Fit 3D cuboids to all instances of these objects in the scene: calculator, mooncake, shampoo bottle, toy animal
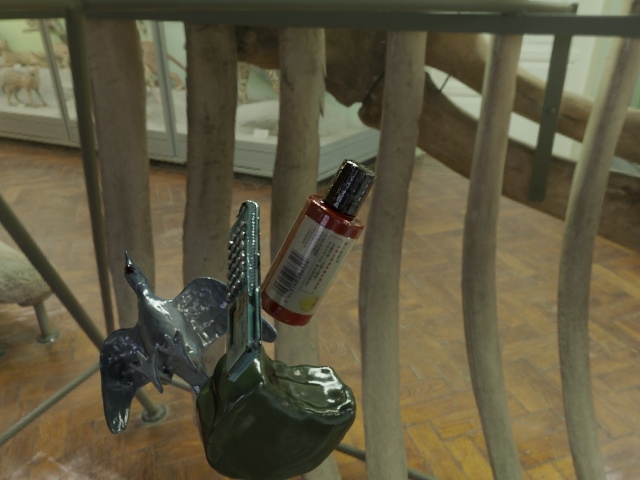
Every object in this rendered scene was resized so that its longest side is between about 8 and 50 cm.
[{"bbox_3d":[-0.068,0.035,0.445,0.018,0.057,0.171,17,42,-24],"label":"calculator"},{"bbox_3d":[-0.050,0.184,0.561,0.169,0.175,0.104,-23,38,-1],"label":"mooncake"},{"bbox_3d":[0.000,0.000,0.810,0.104,0.278,0.104,27,16,-8],"label":"shampoo bottle"},{"bbox_3d":[-0.191,0.128,0.665,0.239,0.255,0.176,-28,14,-6],"label":"toy animal"}]
